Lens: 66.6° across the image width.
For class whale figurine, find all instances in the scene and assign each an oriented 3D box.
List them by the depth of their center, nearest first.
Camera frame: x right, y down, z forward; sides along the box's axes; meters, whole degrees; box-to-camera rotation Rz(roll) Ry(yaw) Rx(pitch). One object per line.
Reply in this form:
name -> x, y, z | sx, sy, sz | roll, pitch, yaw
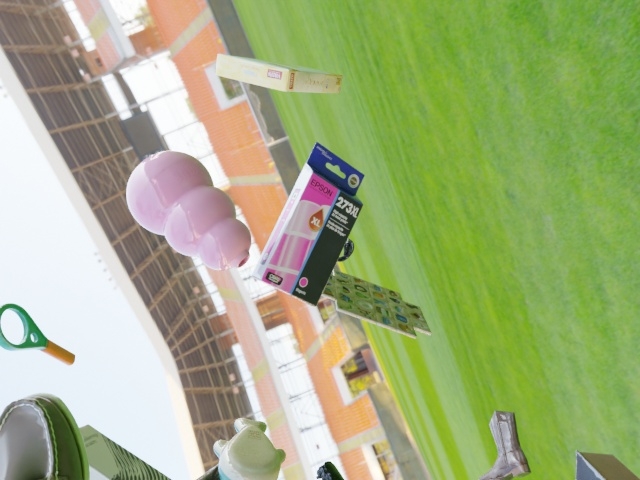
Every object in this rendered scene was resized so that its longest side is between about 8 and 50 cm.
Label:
whale figurine -> -0.212, 0.640, 1.438 | 0.272, 0.216, 0.141 | -123, 47, -73

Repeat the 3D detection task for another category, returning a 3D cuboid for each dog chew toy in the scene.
dog chew toy -> -0.295, -0.059, 1.144 | 0.332, 0.206, 0.206 | 41, 173, 13

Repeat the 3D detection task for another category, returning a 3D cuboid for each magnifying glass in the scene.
magnifying glass -> -0.589, 0.206, 1.009 | 0.231, 0.026, 0.092 | 70, -176, -53

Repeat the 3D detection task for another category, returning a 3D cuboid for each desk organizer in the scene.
desk organizer -> 0.391, 0.330, 0.650 | 0.130, 0.050, 0.047 | 11, -99, -82

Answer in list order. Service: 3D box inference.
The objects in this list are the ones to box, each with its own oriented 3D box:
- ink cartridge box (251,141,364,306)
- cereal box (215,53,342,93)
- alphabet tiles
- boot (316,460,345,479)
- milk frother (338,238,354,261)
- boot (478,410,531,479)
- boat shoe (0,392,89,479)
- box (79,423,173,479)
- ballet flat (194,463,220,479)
ink cartridge box -> -0.011, -0.039, 1.199 | 0.175, 0.371, 0.069 | 29, 170, -32
cereal box -> -0.080, -0.351, 1.034 | 0.240, 0.173, 0.047 | -27, -47, -60
alphabet tiles -> 0.146, 0.174, 1.398 | 0.285, 0.342, 0.011 | -93, 24, -73
boot -> 0.047, 0.539, 1.075 | 0.099, 0.045, 0.121 | 42, -176, 38
milk frother -> 0.000, 0.000, 1.321 | 0.134, 0.143, 0.129 | -2, -96, -60
boot -> 0.318, 0.374, 0.883 | 0.037, 0.106, 0.114 | 33, -144, -34
boat shoe -> -0.344, 0.339, 0.558 | 0.097, 0.116, 0.325 | 82, 178, -69
box -> -0.427, 0.500, 1.001 | 0.275, 0.094, 0.113 | 26, -177, 12
ballet flat -> -0.335, 0.732, 1.479 | 0.058, 0.249, 0.084 | -3, 116, 61
